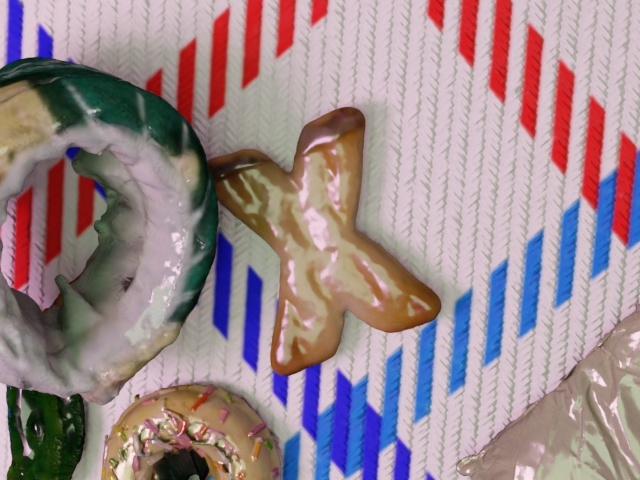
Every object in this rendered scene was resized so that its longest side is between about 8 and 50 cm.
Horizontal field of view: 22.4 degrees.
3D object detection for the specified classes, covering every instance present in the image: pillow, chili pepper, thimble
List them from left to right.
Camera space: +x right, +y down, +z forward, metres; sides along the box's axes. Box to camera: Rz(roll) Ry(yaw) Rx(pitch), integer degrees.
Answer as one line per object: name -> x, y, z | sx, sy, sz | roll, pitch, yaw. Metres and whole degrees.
chili pepper -> -0.280, 0.168, 1.498 | 0.122, 0.065, 0.279 | -14, 94, 19
thimble -> -0.222, -0.006, 1.370 | 0.254, 0.167, 0.288 | -13, 113, -26
pillow -> 0.310, 0.209, 1.412 | 0.281, 0.076, 0.274 | -44, 88, 11

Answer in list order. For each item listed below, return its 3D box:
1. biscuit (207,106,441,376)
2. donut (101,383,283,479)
biscuit -> -0.001, 0.000, 1.440 | 0.164, 0.047, 0.208 | -21, 95, 12
donut -> -0.121, 0.216, 1.479 | 0.175, 0.068, 0.174 | 1, 99, 9
